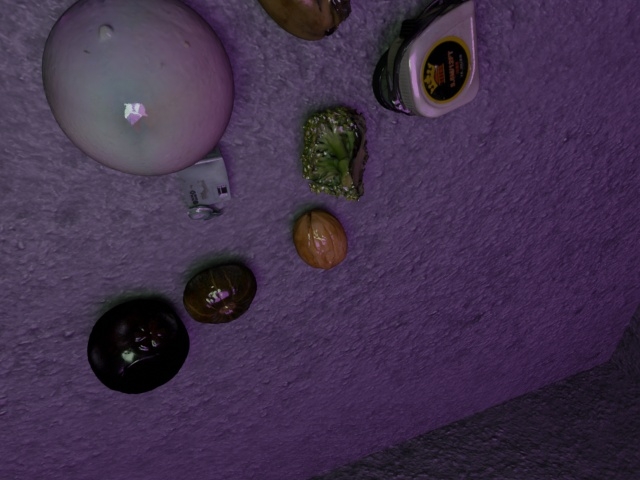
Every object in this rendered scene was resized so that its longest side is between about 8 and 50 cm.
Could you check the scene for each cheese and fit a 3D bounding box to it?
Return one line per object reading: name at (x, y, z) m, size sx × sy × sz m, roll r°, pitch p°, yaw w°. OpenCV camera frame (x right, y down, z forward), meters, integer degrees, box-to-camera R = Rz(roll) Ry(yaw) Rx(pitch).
cheese at (-0.313, -0.071, 1.094) m, size 0.067 × 0.026 × 0.121 m, roll -17°, pitch 170°, yaw 12°

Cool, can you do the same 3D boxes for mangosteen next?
mangosteen at (-0.522, 0.316, 1.183) m, size 0.288 × 0.233 × 0.287 m, roll -30°, pitch 143°, yaw -26°

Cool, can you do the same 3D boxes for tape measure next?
tape measure at (0.261, -0.449, 1.008) m, size 0.232 × 0.133 × 0.270 m, roll -26°, pitch 125°, yaw -14°

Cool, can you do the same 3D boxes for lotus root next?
lotus root at (-0.067, -0.556, 0.821) m, size 0.183 × 0.182 × 0.310 m, roll -42°, pitch 126°, yaw 8°

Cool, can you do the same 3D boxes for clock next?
clock at (0.231, -0.435, 1.107) m, size 0.185 × 0.040 × 0.184 m, roll -11°, pitch 126°, yaw -16°

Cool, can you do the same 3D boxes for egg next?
egg at (-0.335, -0.280, 0.789) m, size 0.355 × 0.339 × 0.354 m, roll -11°, pitch 127°, yaw -14°

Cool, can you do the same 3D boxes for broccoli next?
broccoli at (0.023, -0.213, 1.065) m, size 0.181 × 0.272 × 0.242 m, roll 2°, pitch 127°, yaw 16°

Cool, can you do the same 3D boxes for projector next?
projector at (-0.295, -0.160, 1.042) m, size 0.115 × 0.061 × 0.147 m, roll -13°, pitch 143°, yaw -12°

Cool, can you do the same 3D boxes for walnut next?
walnut at (0.000, 0.000, 1.239) m, size 0.159 × 0.159 × 0.206 m, roll -29°, pitch 128°, yaw -2°

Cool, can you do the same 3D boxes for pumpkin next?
pumpkin at (-0.303, 0.152, 1.221) m, size 0.219 × 0.162 × 0.219 m, roll -25°, pitch 154°, yaw -13°
